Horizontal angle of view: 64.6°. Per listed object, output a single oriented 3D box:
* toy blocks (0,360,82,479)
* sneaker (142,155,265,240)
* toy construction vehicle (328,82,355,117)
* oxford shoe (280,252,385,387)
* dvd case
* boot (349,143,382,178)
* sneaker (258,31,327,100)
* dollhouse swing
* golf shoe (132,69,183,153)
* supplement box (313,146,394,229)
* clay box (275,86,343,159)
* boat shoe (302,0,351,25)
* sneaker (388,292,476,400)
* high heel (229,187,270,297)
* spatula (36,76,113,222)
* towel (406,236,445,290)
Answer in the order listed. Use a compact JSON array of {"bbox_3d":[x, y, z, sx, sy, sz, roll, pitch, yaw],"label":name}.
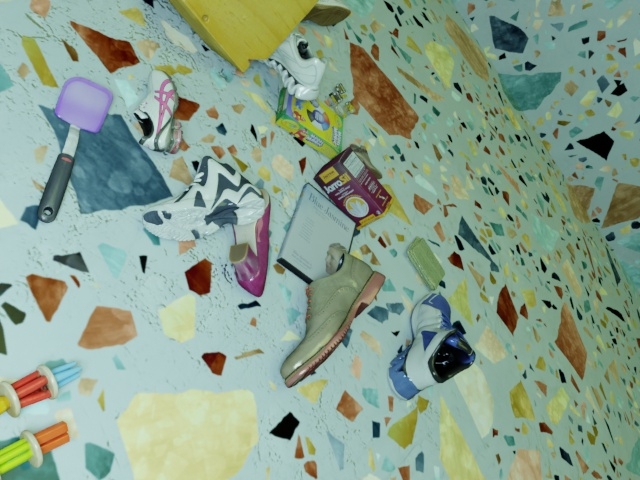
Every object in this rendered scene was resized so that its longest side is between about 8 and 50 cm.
[{"bbox_3d":[-0.383,0.236,0.683,0.148,0.054,0.123,-22,84,-49],"label":"toy blocks"},{"bbox_3d":[-0.241,-0.092,0.990,0.235,0.094,0.153,-18,53,-23],"label":"sneaker"},{"bbox_3d":[0.059,-0.414,1.507,0.098,0.035,0.086,58,30,-8],"label":"toy construction vehicle"},{"bbox_3d":[0.004,0.160,1.079,0.130,0.123,0.348,39,48,5],"label":"oxford shoe"},{"bbox_3d":[0.000,0.000,1.221,0.180,0.022,0.253,38,46,-24],"label":"dvd case"},{"bbox_3d":[0.130,-0.232,1.466,0.118,0.042,0.087,20,53,-37],"label":"boot"},{"bbox_3d":[-0.091,-0.485,1.287,0.292,0.118,0.110,45,44,17],"label":"sneaker"},{"bbox_3d":[-0.223,-0.654,1.191,0.305,0.347,0.315,38,-3,38],"label":"dollhouse swing"},{"bbox_3d":[-0.328,-0.264,1.006,0.086,0.067,0.186,4,66,-42],"label":"golf shoe"},{"bbox_3d":[0.087,-0.133,1.319,0.188,0.104,0.081,47,43,-14],"label":"supplement box"},{"bbox_3d":[-0.013,-0.314,1.358,0.222,0.053,0.127,26,52,-32],"label":"clay box"},{"bbox_3d":[-0.014,-0.732,1.555,0.277,0.098,0.096,-16,81,-47],"label":"boat shoe"},{"bbox_3d":[0.306,0.256,1.263,0.127,0.182,0.315,51,42,-13],"label":"sneaker"},{"bbox_3d":[-0.133,-0.002,1.070,0.244,0.082,0.117,-91,165,-46],"label":"high heel"},{"bbox_3d":[-0.433,-0.160,0.871,0.084,0.030,0.296,24,54,-33],"label":"spatula"},{"bbox_3d":[0.309,0.067,1.489,0.148,0.027,0.110,55,41,-5],"label":"towel"}]
